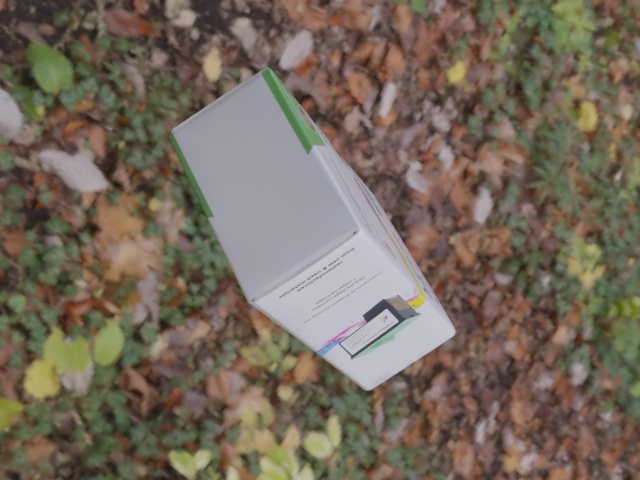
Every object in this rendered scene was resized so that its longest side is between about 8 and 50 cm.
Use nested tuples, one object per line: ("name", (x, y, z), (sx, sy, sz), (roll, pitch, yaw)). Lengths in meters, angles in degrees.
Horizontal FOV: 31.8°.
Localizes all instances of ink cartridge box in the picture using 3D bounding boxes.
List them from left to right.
("ink cartridge box", (0.000, 0.000, 1.061), (0.117, 0.201, 0.278), (-33, 149, 7))
